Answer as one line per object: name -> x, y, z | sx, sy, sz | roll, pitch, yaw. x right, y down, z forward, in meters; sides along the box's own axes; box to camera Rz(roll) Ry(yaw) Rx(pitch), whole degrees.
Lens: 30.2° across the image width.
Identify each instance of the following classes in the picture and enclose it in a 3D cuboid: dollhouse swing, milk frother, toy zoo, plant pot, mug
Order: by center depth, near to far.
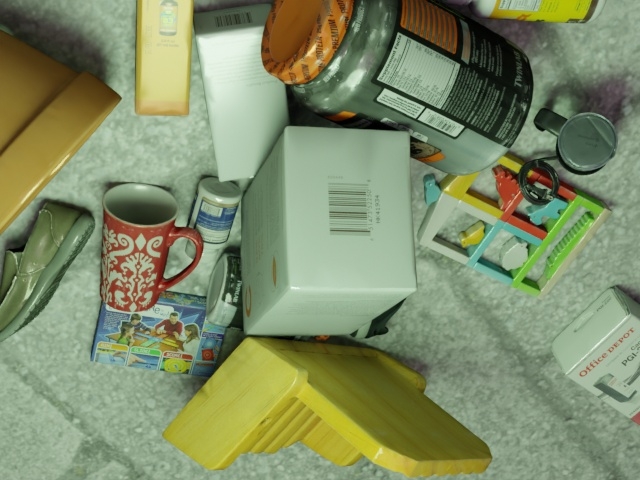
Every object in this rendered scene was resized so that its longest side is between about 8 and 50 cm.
plant pot -> -0.434, -0.148, 1.563 | 0.203, 0.291, 0.291 | 42, 108, -9
milk frother -> 0.362, -0.117, 1.747 | 0.129, 0.135, 0.143 | 14, 92, 10
mug -> -0.264, 0.024, 1.759 | 0.113, 0.150, 0.169 | -26, 141, -45
dollhouse swing -> 0.023, 0.322, 1.805 | 0.315, 0.305, 0.347 | -49, 148, 20
toy zoo -> 0.286, -0.036, 1.864 | 0.293, 0.030, 0.192 | 25, 114, -21

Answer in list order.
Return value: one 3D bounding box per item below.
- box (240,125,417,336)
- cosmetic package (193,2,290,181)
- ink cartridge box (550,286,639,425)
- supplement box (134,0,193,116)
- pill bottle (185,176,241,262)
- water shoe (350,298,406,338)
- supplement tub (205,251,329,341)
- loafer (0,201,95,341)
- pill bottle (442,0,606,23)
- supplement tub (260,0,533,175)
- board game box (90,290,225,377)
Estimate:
box -> 0.000, 0.000, 1.628 | 0.168, 0.345, 0.215 | 1, 76, -14
cosmetic package -> -0.106, -0.207, 1.671 | 0.117, 0.085, 0.231 | -8, 124, -4
ink cartridge box -> 0.525, 0.200, 2.008 | 0.218, 0.092, 0.158 | 34, 111, -23
supplement box -> -0.213, -0.288, 1.610 | 0.078, 0.080, 0.233 | 1, 122, -10
pill bottle -> -0.165, -0.029, 1.779 | 0.067, 0.067, 0.120 | 12, 119, -15
water shoe -> 0.100, 0.068, 1.888 | 0.080, 0.073, 0.203 | 0, 128, -34
supplement tub -> -0.074, 0.092, 1.838 | 0.190, 0.117, 0.117 | 14, 118, -17
loafer -> -0.436, 0.044, 1.782 | 0.087, 0.094, 0.251 | 37, 102, 0
pill bottle -> 0.276, -0.359, 1.614 | 0.215, 0.117, 0.117 | 2, 121, -9
supplement tub -> 0.102, -0.232, 1.585 | 0.338, 0.207, 0.207 | 22, 116, -31
board game box -> -0.256, 0.144, 1.890 | 0.201, 0.035, 0.136 | 10, 119, -14
